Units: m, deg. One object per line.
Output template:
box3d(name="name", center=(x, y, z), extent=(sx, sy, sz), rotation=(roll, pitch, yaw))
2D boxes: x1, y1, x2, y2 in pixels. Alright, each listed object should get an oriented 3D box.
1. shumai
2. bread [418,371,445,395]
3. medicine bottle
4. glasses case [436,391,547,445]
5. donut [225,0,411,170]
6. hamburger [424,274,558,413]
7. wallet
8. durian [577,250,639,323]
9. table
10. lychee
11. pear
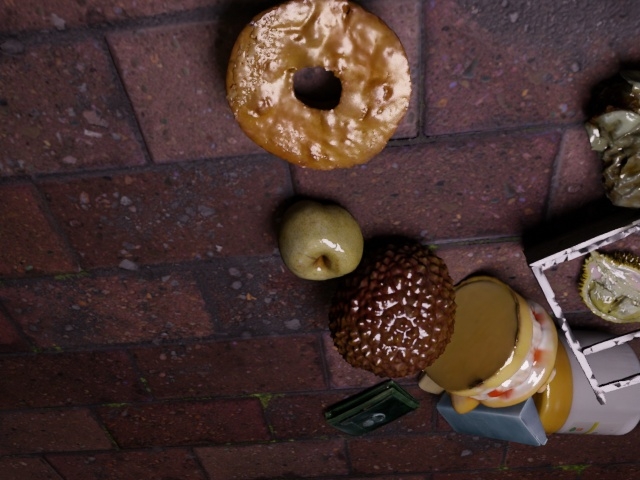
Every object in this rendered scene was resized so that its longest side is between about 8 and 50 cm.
box3d(name="shumai", center=(0.544, -0.186, 0.804), extent=(0.218, 0.189, 0.256), rotation=(38, 130, -2))
box3d(name="bread", center=(0.345, 0.328, 1.264), extent=(0.139, 0.060, 0.178), rotation=(17, 127, -12))
box3d(name="medicine bottle", center=(0.566, 0.324, 1.145), extent=(0.232, 0.238, 0.238), rotation=(5, 129, -4))
box3d(name="glasses case", center=(0.378, 0.405, 1.135), extent=(0.056, 0.105, 0.266), rotation=(-15, 174, -29))
box3d(name="donut", center=(-0.003, -0.250, 0.772), extent=(0.277, 0.108, 0.277), rotation=(1, 129, 1))
box3d(name="hamburger", center=(0.355, 0.241, 1.062), extent=(0.186, 0.261, 0.303), rotation=(33, 101, -25))
box3d(name="wallet", center=(0.148, 0.484, 1.401), extent=(0.236, 0.055, 0.160), rotation=(-32, 129, 23))
box3d(name="durian", center=(0.619, 0.085, 1.054), extent=(0.146, 0.102, 0.208), rotation=(-38, 96, 27))
box3d(name="table", center=(0.591, 0.083, 0.891), extent=(0.335, 0.222, 0.272), rotation=(-27, 86, 21))
box3d(name="lychee", center=(0.147, 0.128, 0.987), extent=(0.267, 0.267, 0.267), rotation=(0, 129, 0))
box3d(name="pear", center=(0.000, 0.000, 0.958), extent=(0.167, 0.136, 0.167), rotation=(-1, 132, -1))
